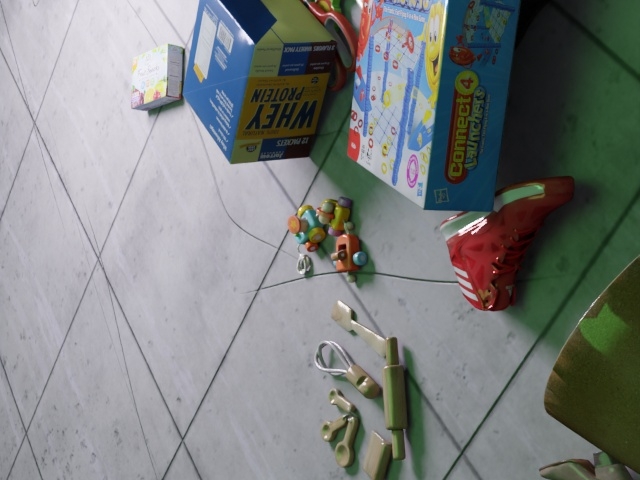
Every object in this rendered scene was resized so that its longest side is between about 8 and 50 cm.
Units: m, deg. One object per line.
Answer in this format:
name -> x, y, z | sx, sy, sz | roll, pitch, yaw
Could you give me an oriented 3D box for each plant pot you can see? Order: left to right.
plant pot -> 0.372, 0.149, 1.019 | 0.254, 0.237, 0.237 | 43, 121, 29

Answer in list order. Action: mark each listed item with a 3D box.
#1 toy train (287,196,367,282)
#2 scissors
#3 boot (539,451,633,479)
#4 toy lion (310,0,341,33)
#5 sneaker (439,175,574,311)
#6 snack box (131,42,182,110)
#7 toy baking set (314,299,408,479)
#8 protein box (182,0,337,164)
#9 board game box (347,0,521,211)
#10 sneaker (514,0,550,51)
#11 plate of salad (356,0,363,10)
toy train -> 0.000, 0.000, 1.672 | 0.166, 0.046, 0.125 | -6, 81, 53
scissors -> -0.013, -0.351, 1.715 | 0.297, 0.021, 0.109 | 65, 151, 26
boot -> 0.290, 0.277, 1.241 | 0.118, 0.042, 0.087 | -31, 64, 49
toy lion -> 0.004, -0.352, 1.730 | 0.100, 0.034, 0.096 | 51, 133, 45
sneaker -> 0.230, 0.010, 1.340 | 0.221, 0.087, 0.128 | -33, 67, 61
snack box -> -0.305, -0.302, 2.141 | 0.141, 0.037, 0.100 | -8, 78, 54
toy baking set -> 0.051, 0.205, 1.589 | 0.196, 0.030, 0.256 | -13, 76, 53
protein box -> -0.097, -0.256, 1.726 | 0.200, 0.136, 0.201 | 54, 140, 41
board game box -> 0.128, -0.216, 1.379 | 0.308, 0.086, 0.302 | -135, 48, -68
sneaker -> 0.219, -0.307, 1.377 | 0.235, 0.084, 0.097 | -53, 45, 36
plate of salad -> 0.095, -0.404, 1.591 | 0.200, 0.048, 0.200 | -12, 76, 53
